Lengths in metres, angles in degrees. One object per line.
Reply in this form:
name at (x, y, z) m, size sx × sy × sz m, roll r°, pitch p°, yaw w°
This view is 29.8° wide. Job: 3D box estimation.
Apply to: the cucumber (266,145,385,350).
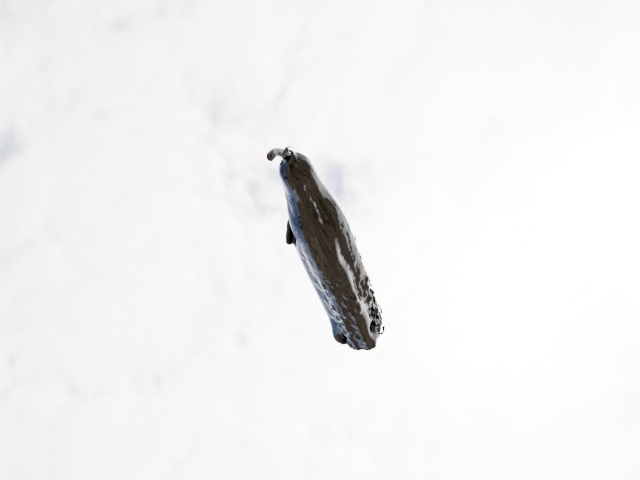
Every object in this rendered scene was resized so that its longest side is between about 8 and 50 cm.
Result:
cucumber at (0.000, 0.000, 0.698) m, size 0.039 × 0.043 × 0.163 m, roll -11°, pitch -51°, yaw 15°
